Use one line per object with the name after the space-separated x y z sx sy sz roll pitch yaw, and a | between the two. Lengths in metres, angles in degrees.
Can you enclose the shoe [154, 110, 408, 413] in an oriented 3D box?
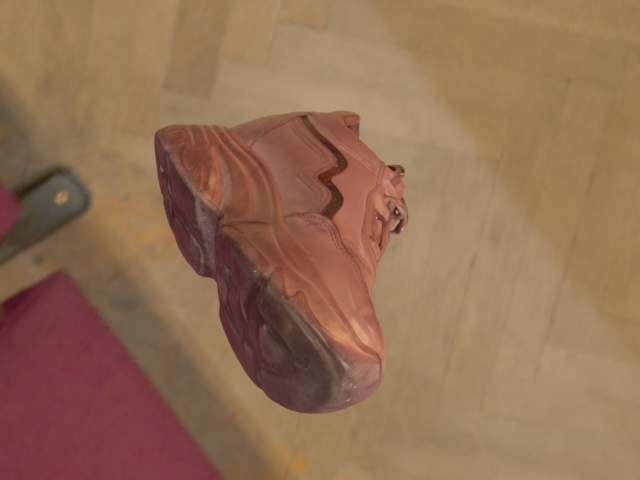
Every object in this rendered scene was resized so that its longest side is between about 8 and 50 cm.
0.000 0.000 0.908 0.137 0.245 0.095 -19 131 -15 | shoe
